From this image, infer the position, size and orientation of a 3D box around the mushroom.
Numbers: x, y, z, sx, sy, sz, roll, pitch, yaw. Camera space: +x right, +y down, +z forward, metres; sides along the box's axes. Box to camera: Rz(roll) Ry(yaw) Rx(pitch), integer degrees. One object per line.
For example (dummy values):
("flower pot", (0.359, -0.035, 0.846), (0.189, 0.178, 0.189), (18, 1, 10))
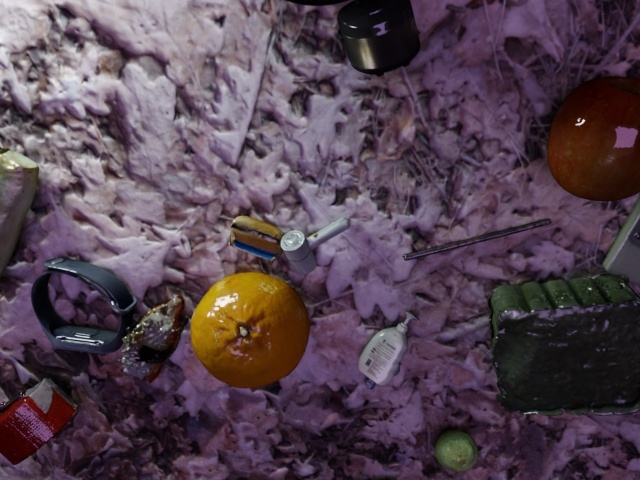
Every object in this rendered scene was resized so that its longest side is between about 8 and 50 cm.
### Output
("mushroom", (-0.632, -0.027, 0.976), (0.100, 0.081, 0.312), (26, 106, -7))

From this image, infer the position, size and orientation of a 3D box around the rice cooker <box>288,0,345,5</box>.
("rice cooker", (-0.021, -0.475, 0.620), (0.336, 0.325, 0.334), (2, 110, 5))

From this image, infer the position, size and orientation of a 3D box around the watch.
("watch", (-0.479, 0.135, 1.022), (0.207, 0.068, 0.192), (7, 111, 6))

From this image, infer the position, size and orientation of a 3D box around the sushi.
("sushi", (-0.343, 0.198, 1.013), (0.097, 0.103, 0.226), (35, 108, 11))

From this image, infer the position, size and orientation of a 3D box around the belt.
("belt", (-0.637, 0.387, 1.093), (0.201, 0.128, 0.124), (-36, 103, 17))

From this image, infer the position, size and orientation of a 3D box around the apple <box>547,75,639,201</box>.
("apple", (0.445, -0.157, 0.766), (0.181, 0.180, 0.168), (4, 132, 5))

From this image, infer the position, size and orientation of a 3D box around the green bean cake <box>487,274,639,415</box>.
("green bean cake", (0.437, 0.192, 0.908), (0.255, 0.132, 0.240), (-9, 113, 14))

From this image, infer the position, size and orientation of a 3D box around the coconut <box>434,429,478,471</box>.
("coconut", (0.281, 0.435, 1.038), (0.088, 0.096, 0.087), (1, 70, -1))

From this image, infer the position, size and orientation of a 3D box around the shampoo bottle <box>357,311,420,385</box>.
("shampoo bottle", (0.137, 0.203, 0.984), (0.077, 0.045, 0.151), (33, 101, 18))

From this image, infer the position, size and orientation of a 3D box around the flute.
("flute", (0.283, -0.001, 0.919), (0.270, 0.014, 0.014), (-15, 107, 11))

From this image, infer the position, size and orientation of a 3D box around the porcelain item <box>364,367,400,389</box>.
("porcelain item", (0.128, 0.272, 1.022), (0.083, 0.028, 0.036), (-41, 98, 16))

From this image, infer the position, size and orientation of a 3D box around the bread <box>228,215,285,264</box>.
("bread", (-0.116, -0.006, 0.941), (0.106, 0.053, 0.072), (19, 133, 2))

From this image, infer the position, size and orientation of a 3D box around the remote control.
("remote control", (0.603, -0.050, 0.854), (0.124, 0.038, 0.285), (20, 110, -2))

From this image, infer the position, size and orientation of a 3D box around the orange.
("orange", (-0.130, 0.167, 0.935), (0.220, 0.193, 0.219), (2, 97, 18))

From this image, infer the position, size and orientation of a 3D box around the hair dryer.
("hair dryer", (0.000, 0.000, 0.930), (0.137, 0.047, 0.082), (-32, 139, -3))

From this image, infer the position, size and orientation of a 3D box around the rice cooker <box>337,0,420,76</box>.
("rice cooker", (0.087, -0.312, 0.754), (0.112, 0.165, 0.106), (-20, 116, 5))
